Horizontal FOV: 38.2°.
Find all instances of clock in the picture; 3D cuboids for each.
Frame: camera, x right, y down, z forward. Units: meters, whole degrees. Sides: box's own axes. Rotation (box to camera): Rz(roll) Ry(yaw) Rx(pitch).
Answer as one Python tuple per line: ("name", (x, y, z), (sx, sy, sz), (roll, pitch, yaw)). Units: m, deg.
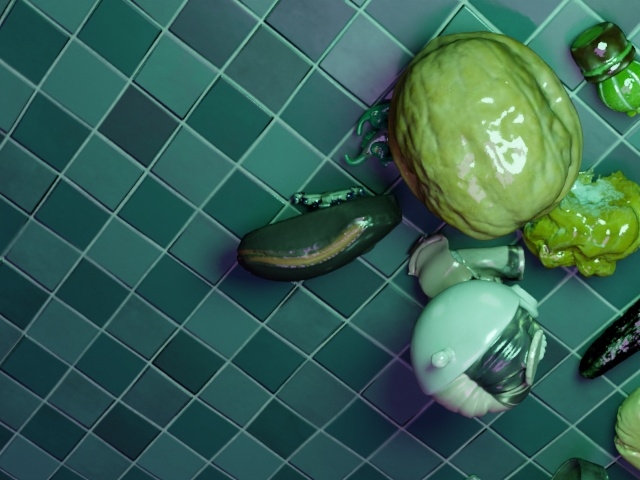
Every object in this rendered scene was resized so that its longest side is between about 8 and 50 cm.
("clock", (0.486, 0.568, 1.852), (0.055, 0.280, 0.280), (25, 117, 3))

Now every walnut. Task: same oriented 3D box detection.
("walnut", (0.259, -0.176, 1.507), (0.306, 0.306, 0.344), (-23, 85, 19))

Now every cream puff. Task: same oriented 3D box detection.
("cream puff", (0.468, -0.017, 1.629), (0.221, 0.194, 0.194), (4, 116, 11))

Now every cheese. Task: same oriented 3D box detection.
("cheese", (0.695, 0.381, 1.823), (0.226, 0.117, 0.214), (13, 121, 8))

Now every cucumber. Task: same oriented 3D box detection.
("cucumber", (0.602, 0.160, 1.746), (0.303, 0.081, 0.072), (-52, 56, 30))

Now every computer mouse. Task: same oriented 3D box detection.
("computer mouse", (0.001, 0.005, 1.703), (0.323, 0.183, 0.116), (-17, 88, 17))

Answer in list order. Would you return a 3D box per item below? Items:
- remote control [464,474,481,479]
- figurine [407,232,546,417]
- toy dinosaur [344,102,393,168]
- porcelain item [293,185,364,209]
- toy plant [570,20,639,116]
("remote control", (0.286, 0.580, 2.025), (0.050, 0.027, 0.184), (41, 114, -12))
("figurine", (0.258, 0.158, 1.646), (0.211, 0.361, 0.253), (17, 121, -12))
("toy dinosaur", (0.099, -0.182, 1.670), (0.132, 0.059, 0.096), (-43, 95, 15))
("porcelain item", (0.012, -0.075, 1.718), (0.136, 0.075, 0.021), (-6, 112, 12))
("toy plant", (0.492, -0.280, 1.539), (0.093, 0.093, 0.162), (-35, 109, 22))
